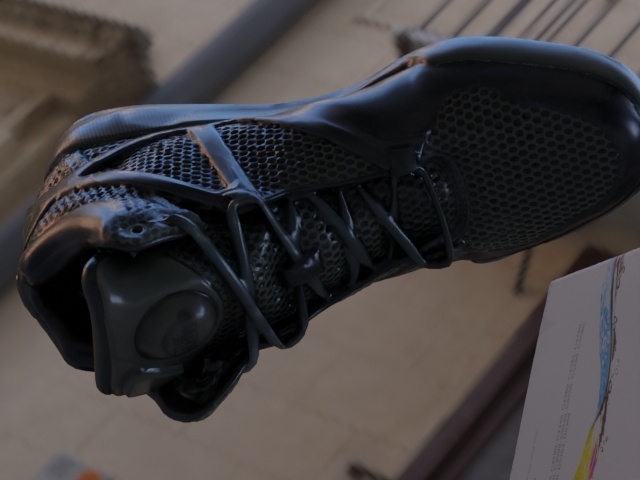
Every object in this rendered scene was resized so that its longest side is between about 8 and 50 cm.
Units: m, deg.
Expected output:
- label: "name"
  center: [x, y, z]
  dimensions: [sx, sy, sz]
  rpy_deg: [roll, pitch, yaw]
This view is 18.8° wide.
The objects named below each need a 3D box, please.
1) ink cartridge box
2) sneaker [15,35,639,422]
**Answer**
- label: "ink cartridge box"
  center: [0.249, 0.119, 1.106]
  dimensions: [0.198, 0.197, 0.270]
  rpy_deg: [15, -13, -12]
- label: "sneaker"
  center: [0.000, 0.000, 0.645]
  dimensions: [0.228, 0.130, 0.087]
  rpy_deg: [-6, -57, 16]
